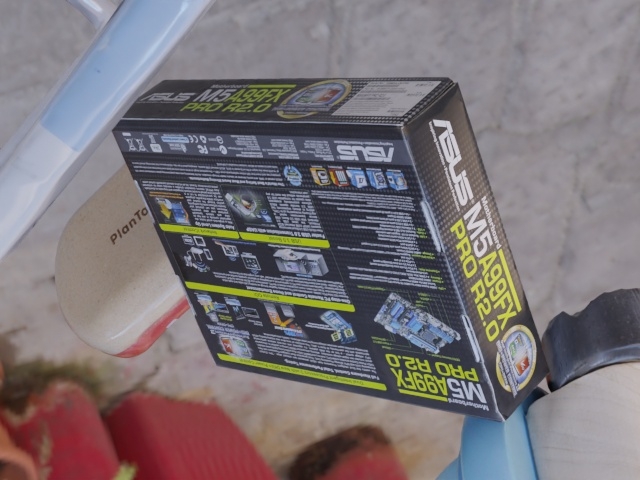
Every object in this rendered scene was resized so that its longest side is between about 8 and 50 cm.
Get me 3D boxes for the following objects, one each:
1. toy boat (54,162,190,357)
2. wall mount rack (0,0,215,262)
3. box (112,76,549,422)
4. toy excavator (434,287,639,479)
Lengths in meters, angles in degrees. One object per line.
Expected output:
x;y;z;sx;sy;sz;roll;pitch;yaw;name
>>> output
-0.126;0.010;1.273;0.231;0.151;0.151;-41;144;16;toy boat
-0.118;-0.066;0.417;0.130;0.304;0.350;38;137;-9;wall mount rack
0.000;0.000;0.932;0.060;0.270;0.216;-42;122;-35;box
0.169;0.287;1.051;0.445;0.222;0.433;-30;134;27;toy excavator
